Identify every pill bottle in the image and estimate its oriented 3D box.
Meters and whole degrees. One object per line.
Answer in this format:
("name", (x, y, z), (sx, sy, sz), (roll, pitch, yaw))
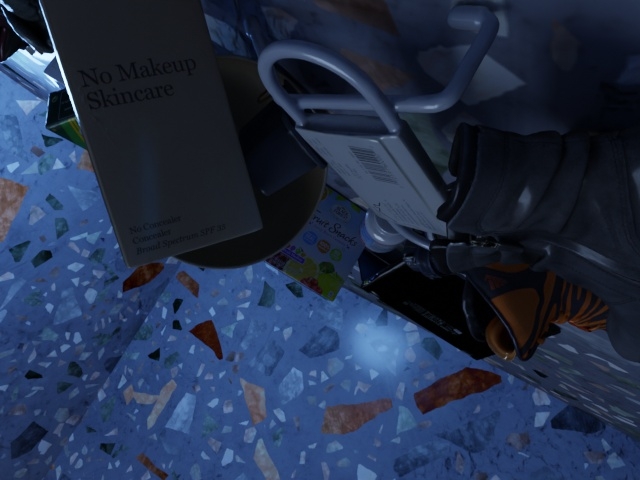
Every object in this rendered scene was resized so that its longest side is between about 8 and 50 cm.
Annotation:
("pill bottle", (0.120, -0.029, 0.864), (0.087, 0.087, 0.160), (30, 171, 4))

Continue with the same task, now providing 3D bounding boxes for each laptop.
("laptop", (0.315, 0.107, 1.226), (0.382, 0.236, 0.408), (32, 143, -12))

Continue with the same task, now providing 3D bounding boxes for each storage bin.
("storage bin", (-0.053, -0.122, 0.568), (0.098, 0.091, 0.135), (47, -163, -32))

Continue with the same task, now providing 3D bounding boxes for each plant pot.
("plant pot", (-0.155, -0.121, 0.708), (0.284, 0.284, 0.191), (35, -179, -29))

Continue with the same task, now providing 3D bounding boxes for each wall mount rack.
("wall mount rack", (0.054, -0.117, 0.497), (0.304, 0.130, 0.350), (19, 165, 41))

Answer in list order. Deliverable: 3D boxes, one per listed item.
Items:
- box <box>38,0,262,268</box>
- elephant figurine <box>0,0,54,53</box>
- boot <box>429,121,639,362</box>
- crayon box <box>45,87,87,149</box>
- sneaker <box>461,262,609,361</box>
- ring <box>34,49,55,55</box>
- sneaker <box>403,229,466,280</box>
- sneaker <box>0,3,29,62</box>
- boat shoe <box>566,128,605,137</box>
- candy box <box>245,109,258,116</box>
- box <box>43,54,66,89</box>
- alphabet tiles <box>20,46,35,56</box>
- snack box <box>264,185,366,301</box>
("box", (-0.179, -0.142, 0.496), (0.121, 0.148, 0.311), (9, 117, 66))
("elephant figurine", (-0.339, -0.299, 0.618), (0.169, 0.186, 0.239), (-3, 163, 9))
("boot", (0.215, 0.010, 0.407), (0.223, 0.118, 0.338), (-1, 146, 19))
("crayon box", (-0.357, -0.218, 0.994), (0.203, 0.083, 0.323), (-12, 161, 21))
("sneaker", (0.297, 0.090, 0.626), (0.321, 0.180, 0.124), (34, 171, -19))
("ring", (-0.790, -0.556, 1.129), (0.337, 0.032, 0.336), (30, 172, 4))
("sneaker", (0.194, 0.007, 0.824), (0.163, 0.086, 0.226), (18, 166, 46))
("sneaker", (-0.568, -0.389, 0.881), (0.106, 0.162, 0.281), (33, 171, -16))
("boat shoe", (0.247, -0.040, 0.455), (0.064, 0.060, 0.178), (26, 170, 28))
("candy box", (-0.111, -0.200, 0.870), (0.105, 0.027, 0.206), (31, 171, 7))
("box", (-0.478, -0.339, 1.062), (0.203, 0.103, 0.114), (30, 171, 4))
("alphabet tiles", (-0.849, -0.556, 1.157), (0.284, 0.021, 0.278), (31, 171, -2))
("snack box", (0.000, 0.000, 1.033), (0.174, 0.207, 0.070), (32, 171, -14))
